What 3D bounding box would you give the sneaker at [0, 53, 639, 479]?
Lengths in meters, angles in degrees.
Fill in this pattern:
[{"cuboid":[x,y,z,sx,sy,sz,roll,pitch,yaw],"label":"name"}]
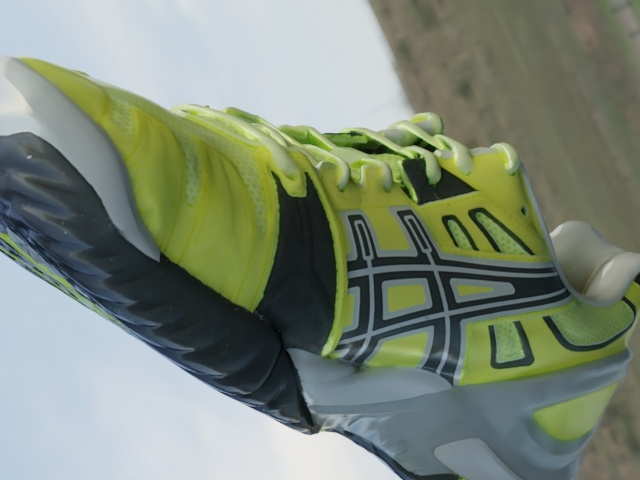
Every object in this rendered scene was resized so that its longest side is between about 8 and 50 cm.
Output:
[{"cuboid":[0.000,0.000,0.781,0.145,0.147,0.384,30,180,42],"label":"sneaker"}]
